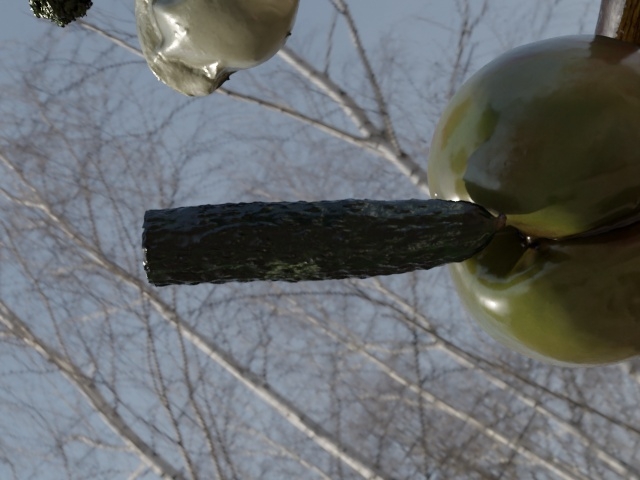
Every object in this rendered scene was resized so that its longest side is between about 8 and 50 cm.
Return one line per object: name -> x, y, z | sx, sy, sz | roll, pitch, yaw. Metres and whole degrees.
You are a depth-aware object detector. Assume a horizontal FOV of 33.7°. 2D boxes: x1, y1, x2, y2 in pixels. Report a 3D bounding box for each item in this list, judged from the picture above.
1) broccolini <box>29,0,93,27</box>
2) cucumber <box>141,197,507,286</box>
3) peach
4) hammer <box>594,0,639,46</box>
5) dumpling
broccolini -> -0.224, -0.227, 0.682 | 0.051, 0.054, 0.239 | -61, -37, -18
cucumber -> 0.000, 0.000, 0.839 | 0.067, 0.293, 0.067 | -2, -90, -79
peach -> 0.230, -0.039, 0.924 | 0.292, 0.247, 0.292 | 17, -116, -38
hammer -> 0.301, -0.199, 1.027 | 0.095, 0.242, 0.409 | -35, -32, -25
dumpling -> -0.102, -0.221, 1.002 | 0.150, 0.176, 0.092 | 36, -130, -19
